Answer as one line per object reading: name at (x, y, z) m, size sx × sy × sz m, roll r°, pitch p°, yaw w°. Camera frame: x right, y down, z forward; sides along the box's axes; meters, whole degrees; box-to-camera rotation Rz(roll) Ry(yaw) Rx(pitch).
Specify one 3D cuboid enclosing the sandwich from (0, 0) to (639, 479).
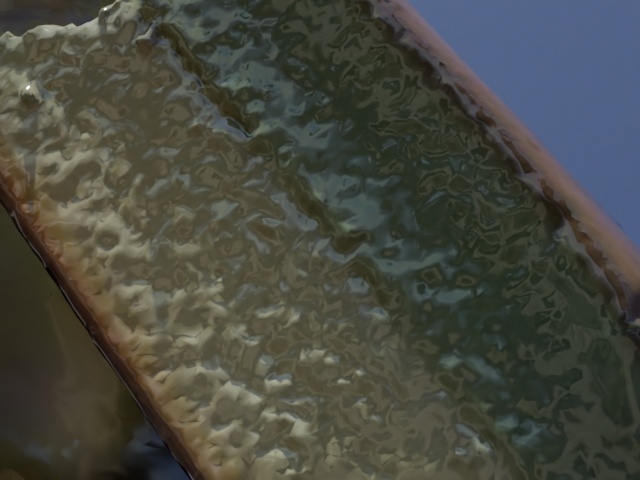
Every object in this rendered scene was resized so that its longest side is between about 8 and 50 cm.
sandwich at (0.000, 0.000, 0.443) m, size 0.186 × 0.108 × 0.220 m, roll 47°, pitch 5°, yaw 1°

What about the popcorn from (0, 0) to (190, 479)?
popcorn at (-0.130, 0.009, 0.703) m, size 0.297 × 0.316 × 0.281 m, roll 23°, pitch -26°, yaw -24°
